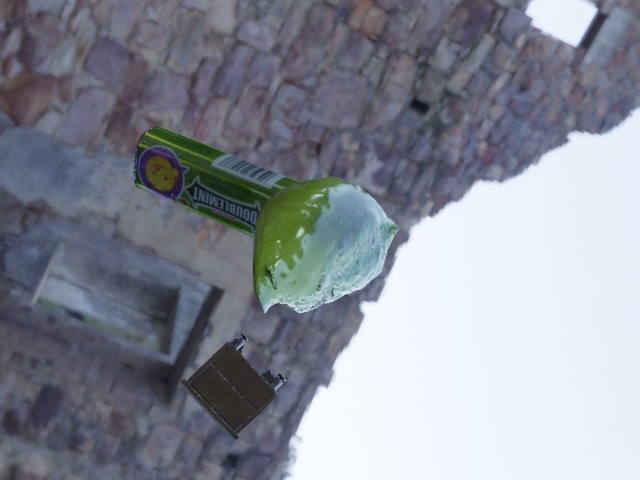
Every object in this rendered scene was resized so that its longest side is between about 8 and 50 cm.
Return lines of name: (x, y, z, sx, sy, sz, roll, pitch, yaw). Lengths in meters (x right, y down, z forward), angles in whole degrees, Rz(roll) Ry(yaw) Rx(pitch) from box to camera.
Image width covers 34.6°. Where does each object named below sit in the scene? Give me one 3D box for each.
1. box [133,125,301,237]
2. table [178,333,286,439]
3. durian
box: (-0.195, -0.102, 1.969, 0.097, 0.346, 0.134, -33, 141, -54)
table: (-0.093, 0.153, 1.101, 0.082, 0.083, 0.070, -43, -178, -14)
durian: (0.000, 0.000, 1.137, 0.101, 0.139, 0.250, -26, 171, 32)
